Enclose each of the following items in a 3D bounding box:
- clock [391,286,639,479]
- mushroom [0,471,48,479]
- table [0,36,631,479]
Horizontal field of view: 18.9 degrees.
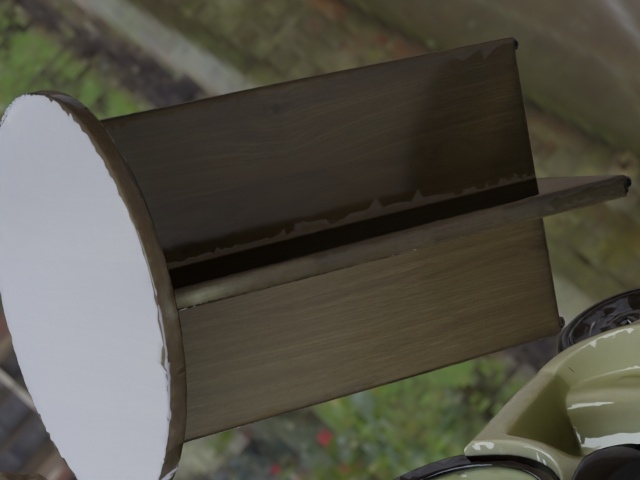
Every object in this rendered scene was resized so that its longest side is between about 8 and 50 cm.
[{"bbox_3d":[0.172,0.150,1.129,0.276,0.379,0.120,4,126,51],"label":"clock"},{"bbox_3d":[-0.228,0.298,1.106,0.097,0.351,0.109,17,-177,-27],"label":"mushroom"},{"bbox_3d":[0.000,0.000,0.793,0.167,0.226,0.167,36,133,51],"label":"table"}]
